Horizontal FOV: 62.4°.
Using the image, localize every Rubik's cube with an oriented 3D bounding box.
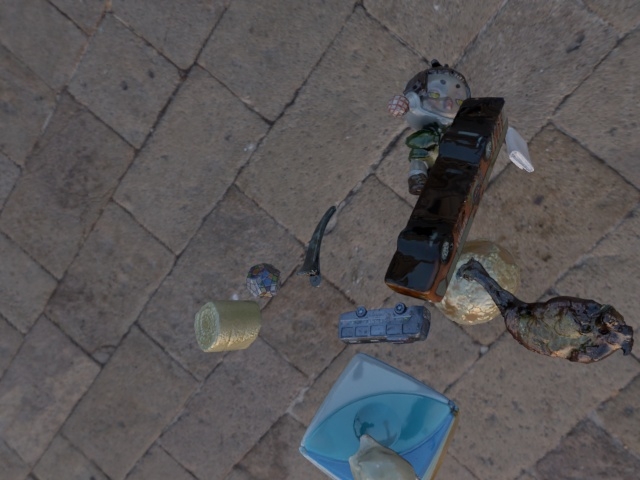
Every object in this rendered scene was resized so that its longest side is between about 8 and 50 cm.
[{"bbox_3d":[-0.168,0.119,1.569,0.111,0.093,0.111,22,125,35],"label":"Rubik's cube"},{"bbox_3d":[0.181,0.576,1.545,0.351,0.352,0.347,26,70,22],"label":"Rubik's cube"}]

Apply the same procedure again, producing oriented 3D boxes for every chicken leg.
[{"bbox_3d":[0.296,0.100,0.731,0.253,0.051,0.106,23,127,46],"label":"chicken leg"}]

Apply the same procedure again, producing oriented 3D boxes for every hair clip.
[{"bbox_3d":[0.000,0.000,1.318,0.039,0.230,0.070,-11,142,43],"label":"hair clip"}]

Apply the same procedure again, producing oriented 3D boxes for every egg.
[{"bbox_3d":[0.378,0.104,1.310,0.203,0.203,0.245,46,134,1],"label":"egg"}]

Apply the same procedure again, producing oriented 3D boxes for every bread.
[{"bbox_3d":[-0.251,0.231,1.440,0.148,0.141,0.134,-30,64,49],"label":"bread"}]

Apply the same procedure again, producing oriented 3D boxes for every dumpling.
[{"bbox_3d":[0.148,0.557,1.244,0.136,0.118,0.199,-45,71,-4],"label":"dumpling"}]

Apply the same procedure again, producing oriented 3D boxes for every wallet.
[{"bbox_3d":[0.407,-0.187,1.085,0.061,0.122,0.025,35,125,-12],"label":"wallet"}]

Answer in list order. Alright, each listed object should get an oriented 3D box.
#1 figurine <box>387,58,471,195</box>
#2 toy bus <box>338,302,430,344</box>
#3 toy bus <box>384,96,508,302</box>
[{"bbox_3d":[0.296,-0.293,1.373,0.281,0.167,0.370,10,76,-13],"label":"figurine"},{"bbox_3d":[0.112,0.151,0.943,0.165,0.047,0.065,-9,59,30],"label":"toy bus"},{"bbox_3d":[0.229,-0.079,0.922,0.093,0.092,0.409,12,65,34],"label":"toy bus"}]
